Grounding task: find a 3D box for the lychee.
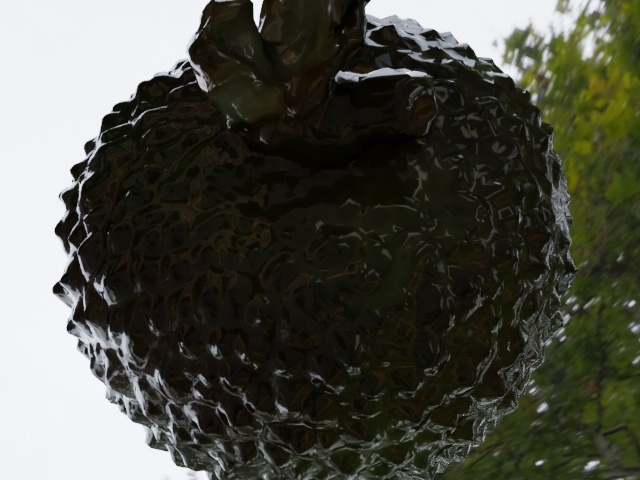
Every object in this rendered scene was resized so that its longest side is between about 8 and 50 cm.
[{"bbox_3d":[0.000,0.006,0.728,0.270,0.320,0.270,3,-106,-12],"label":"lychee"}]
